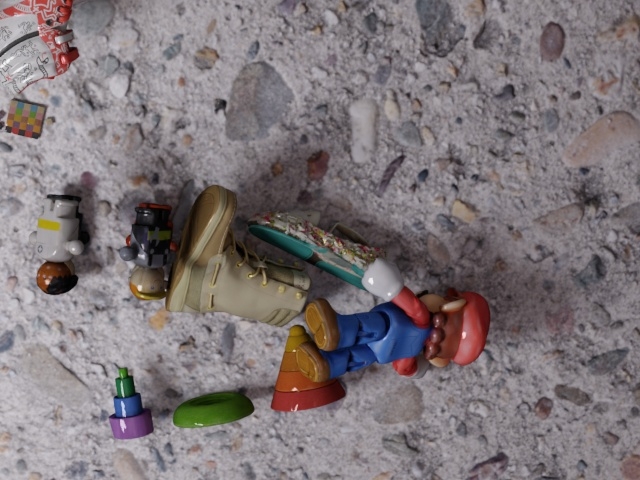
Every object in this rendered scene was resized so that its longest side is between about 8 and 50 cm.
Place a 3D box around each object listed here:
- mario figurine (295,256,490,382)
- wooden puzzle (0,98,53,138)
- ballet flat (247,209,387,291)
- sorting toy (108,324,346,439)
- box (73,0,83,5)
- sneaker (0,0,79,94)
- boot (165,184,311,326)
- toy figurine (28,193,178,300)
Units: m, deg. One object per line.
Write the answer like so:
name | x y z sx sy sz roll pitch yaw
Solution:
mario figurine | 0.113 0.126 1.981 0.321 0.198 0.170 -4 74 -27
wooden puzzle | -0.433 -0.177 1.885 0.083 0.006 0.049 13 102 -12
ballet flat | 0.000 0.000 1.977 0.241 0.091 0.077 27 68 -19
sorting toy | -0.148 0.211 1.985 0.366 0.127 0.126 -9 95 -8
box | -0.332 -0.397 1.792 0.203 0.103 0.114 -28 107 -1
sneaker | -0.352 -0.313 1.710 0.270 0.090 0.145 -40 108 9
boot | -0.106 0.031 1.907 0.203 0.095 0.262 12 135 -14
toy figurine | -0.311 0.017 1.851 0.213 0.209 0.148 6 93 -9
